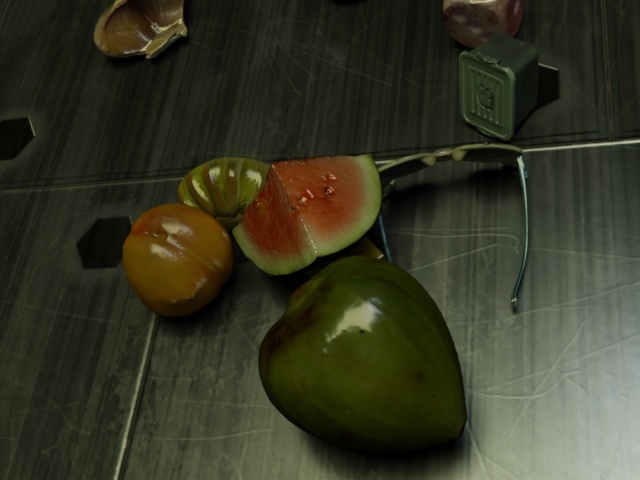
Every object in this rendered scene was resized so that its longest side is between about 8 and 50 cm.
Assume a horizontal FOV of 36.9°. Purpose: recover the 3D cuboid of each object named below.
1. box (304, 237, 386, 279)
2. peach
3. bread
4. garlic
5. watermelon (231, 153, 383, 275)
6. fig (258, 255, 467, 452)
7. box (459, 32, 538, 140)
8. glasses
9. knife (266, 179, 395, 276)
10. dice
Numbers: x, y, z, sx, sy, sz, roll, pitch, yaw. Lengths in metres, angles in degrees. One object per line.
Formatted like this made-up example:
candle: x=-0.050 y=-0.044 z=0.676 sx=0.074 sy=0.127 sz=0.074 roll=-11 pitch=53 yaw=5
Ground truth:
box: x=0.000 y=0.000 z=1.188 sx=0.087 sy=0.023 sz=0.155 roll=-38 pitch=58 yaw=-8
peach: x=-0.180 y=0.021 z=1.186 sx=0.138 sy=0.138 sz=0.138 roll=-9 pitch=54 yaw=13
bread: x=-0.111 y=-0.066 z=1.248 sx=0.157 sy=0.094 sz=0.083 roll=5 pitch=51 yaw=-1
garlic: x=-0.280 y=-0.354 z=1.502 sx=0.174 sy=0.099 sz=0.124 roll=-34 pitch=38 yaw=-5
watermelon: x=-0.022 y=-0.019 z=1.130 sx=0.137 sy=0.145 sz=0.193 roll=33 pitch=44 yaw=-3
fig: x=0.054 y=0.132 z=1.011 sx=0.225 sy=0.203 sz=0.203 roll=40 pitch=73 yaw=-1
box: x=0.226 y=-0.197 z=1.206 sx=0.084 sy=0.122 sz=0.069 roll=32 pitch=59 yaw=32
glasses: x=0.156 y=-0.022 z=1.121 sx=0.189 sy=0.088 sz=0.220 roll=-9 pitch=56 yaw=8
knife: x=0.014 y=-0.018 z=1.218 sx=0.207 sy=0.014 sz=0.030 roll=-36 pitch=54 yaw=-9
dice: x=0.223 y=-0.322 z=1.304 sx=0.091 sy=0.093 sz=0.094 roll=14 pitch=62 yaw=26
